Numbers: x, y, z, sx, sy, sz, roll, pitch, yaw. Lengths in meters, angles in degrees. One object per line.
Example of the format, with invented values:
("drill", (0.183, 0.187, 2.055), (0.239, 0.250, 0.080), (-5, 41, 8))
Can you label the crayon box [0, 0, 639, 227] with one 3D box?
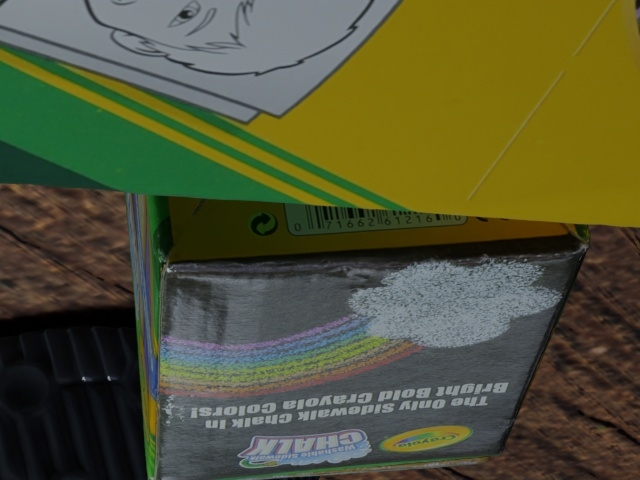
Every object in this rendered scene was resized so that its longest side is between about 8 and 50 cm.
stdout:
("crayon box", (0.037, -0.148, 0.408), (0.313, 0.106, 0.363), (4, 144, -21))

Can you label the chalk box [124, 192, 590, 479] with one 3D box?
("chalk box", (0.000, 0.000, 0.685), (0.132, 0.132, 0.213), (-3, 152, -9))

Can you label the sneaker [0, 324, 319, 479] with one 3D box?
("sneaker", (-0.156, 0.105, 0.892), (0.319, 0.112, 0.131), (-5, 168, 2))
